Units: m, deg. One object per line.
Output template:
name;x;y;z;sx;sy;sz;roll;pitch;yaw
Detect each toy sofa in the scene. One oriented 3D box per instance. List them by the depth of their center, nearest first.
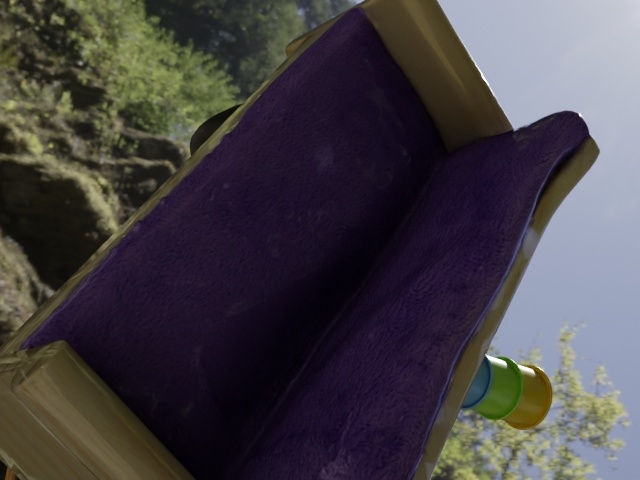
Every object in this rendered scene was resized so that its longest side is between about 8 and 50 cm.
toy sofa;0.000;0.000;0.476;0.177;0.150;0.362;-17;-153;45

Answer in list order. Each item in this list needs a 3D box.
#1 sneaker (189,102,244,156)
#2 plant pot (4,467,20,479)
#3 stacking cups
sneaker;0.012;-0.105;0.886;0.130;0.287;0.109;125;-39;-83
plant pot;-0.139;0.166;0.715;0.188;0.205;0.205;-152;-102;-74
stacking cups;0.171;0.182;1.173;0.096;0.316;0.096;-28;-127;45
